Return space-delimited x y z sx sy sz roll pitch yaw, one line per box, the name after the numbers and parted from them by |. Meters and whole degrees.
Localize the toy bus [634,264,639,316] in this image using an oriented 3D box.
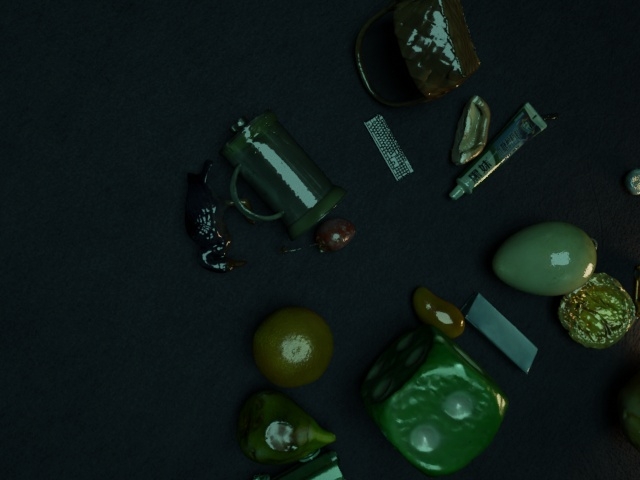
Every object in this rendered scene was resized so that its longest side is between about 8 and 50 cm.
1.036 0.161 1.997 0.070 0.074 0.162 4 89 -14 | toy bus

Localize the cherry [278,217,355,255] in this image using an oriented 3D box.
0.000 0.000 1.746 0.225 0.107 0.090 -23 110 -23 | cherry

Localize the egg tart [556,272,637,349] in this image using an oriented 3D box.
0.838 0.211 1.948 0.252 0.098 0.231 18 93 -8 | egg tart

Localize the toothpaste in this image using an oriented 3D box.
0.522 -0.254 1.889 0.392 0.061 0.099 -44 98 -10 | toothpaste

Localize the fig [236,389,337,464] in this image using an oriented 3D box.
-0.082 0.518 1.714 0.275 0.206 0.206 19 86 -27 | fig

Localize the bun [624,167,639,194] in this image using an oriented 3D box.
0.991 -0.185 2.000 0.083 0.045 0.083 -1 94 -12 | bun

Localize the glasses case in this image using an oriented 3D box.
0.532 0.281 1.909 0.266 0.056 0.105 42 58 -9 | glasses case

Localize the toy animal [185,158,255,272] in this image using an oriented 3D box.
-0.276 -0.064 1.688 0.185 0.122 0.298 -25 94 -11 | toy animal

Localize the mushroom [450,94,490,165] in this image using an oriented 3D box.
0.446 -0.316 1.867 0.094 0.072 0.209 11 92 -10 | mushroom

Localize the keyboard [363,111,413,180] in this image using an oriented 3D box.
0.199 -0.272 1.846 0.064 0.010 0.198 -32 97 -8 | keyboard

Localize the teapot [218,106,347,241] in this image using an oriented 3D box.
-0.128 -0.168 1.673 0.337 0.200 0.270 49 60 -6 | teapot

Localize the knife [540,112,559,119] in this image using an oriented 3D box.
0.654 -0.368 1.944 0.170 0.010 0.023 -11 87 -10 | knife

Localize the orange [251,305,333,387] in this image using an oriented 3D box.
-0.073 0.280 1.681 0.236 0.236 0.236 0 91 -12 | orange

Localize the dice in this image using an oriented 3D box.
0.298 0.423 1.706 0.287 0.297 0.300 43 96 -10 | dice

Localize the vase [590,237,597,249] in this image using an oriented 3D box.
0.791 0.014 1.929 0.053 0.101 0.053 0 91 -13 | vase

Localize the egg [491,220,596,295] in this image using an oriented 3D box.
0.644 0.054 1.842 0.295 0.218 0.218 -6 92 4 | egg

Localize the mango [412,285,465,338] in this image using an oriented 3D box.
0.339 0.213 1.843 0.184 0.085 0.102 41 87 -5 | mango

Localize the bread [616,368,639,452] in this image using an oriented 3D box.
1.063 0.514 1.941 0.300 0.210 0.341 38 83 1 | bread

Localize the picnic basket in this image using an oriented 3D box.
0.243 -0.517 1.744 0.337 0.337 0.293 -24 102 -11 | picnic basket

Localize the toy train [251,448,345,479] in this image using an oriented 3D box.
-0.071 0.672 1.700 0.301 0.202 0.120 -25 100 -11 | toy train
